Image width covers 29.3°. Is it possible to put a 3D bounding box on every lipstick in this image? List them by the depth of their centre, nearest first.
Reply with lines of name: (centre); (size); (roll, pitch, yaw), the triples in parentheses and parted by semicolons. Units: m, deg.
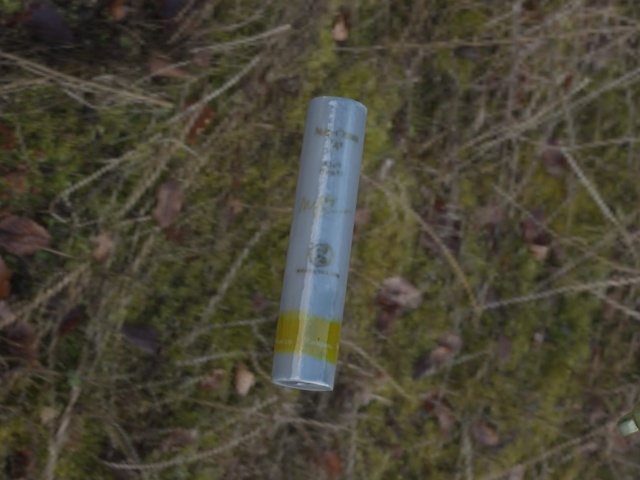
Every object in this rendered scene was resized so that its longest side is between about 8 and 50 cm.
lipstick: (0.000, 0.000, 1.096); (0.059, 0.059, 0.264); (19, 72, -41)

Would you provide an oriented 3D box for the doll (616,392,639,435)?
doll: (0.380, 0.103, 1.062); (0.117, 0.296, 0.141); (60, 31, -5)
